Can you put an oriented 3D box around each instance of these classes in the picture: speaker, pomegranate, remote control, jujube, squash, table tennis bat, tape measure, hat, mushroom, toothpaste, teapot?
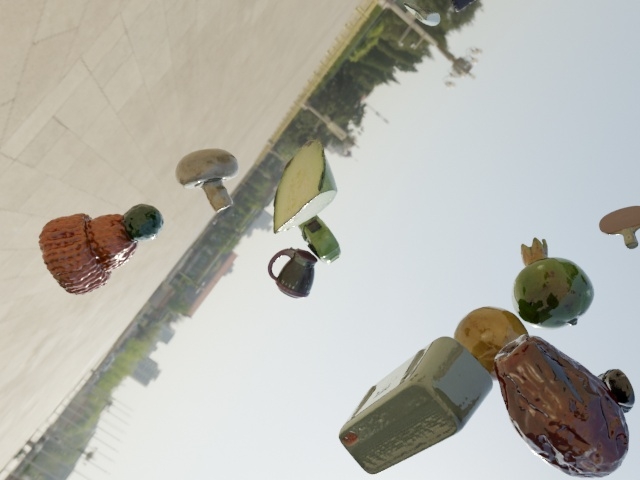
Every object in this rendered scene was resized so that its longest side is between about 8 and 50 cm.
[{"bbox_3d":[0.221,0.424,1.308,0.184,0.183,0.406,-34,167,-48],"label":"speaker"},{"bbox_3d":[0.684,0.125,1.590,0.236,0.236,0.302,-44,-136,38],"label":"pomegranate"},{"bbox_3d":[0.600,0.339,1.113,0.066,0.090,0.266,-22,149,2],"label":"remote control"},{"bbox_3d":[0.470,0.323,1.027,0.197,0.290,0.197,-37,173,-5],"label":"jujube"},{"bbox_3d":[-0.016,-0.114,1.093,0.192,0.085,0.184,-36,-140,44],"label":"squash"},{"bbox_3d":[0.877,-0.039,1.498,0.138,0.022,0.246,-20,-163,32],"label":"table tennis bat"},{"bbox_3d":[0.000,0.000,1.622,0.087,0.177,0.154,-36,-168,-7],"label":"tape measure"},{"bbox_3d":[-0.742,-0.007,1.818,0.400,0.285,0.285,-28,-175,-14],"label":"hat"},{"bbox_3d":[-0.363,-0.209,1.717,0.206,0.209,0.206,-13,-146,9],"label":"mushroom"},{"bbox_3d":[0.508,0.311,1.565,0.233,0.233,0.233,-50,-169,13],"label":"pomegranate"},{"bbox_3d":[0.263,-0.566,1.311,0.037,0.067,0.255,-53,173,28],"label":"toothpaste"},{"bbox_3d":[-0.078,0.092,1.630,0.116,0.148,0.146,4,114,-59],"label":"teapot"}]

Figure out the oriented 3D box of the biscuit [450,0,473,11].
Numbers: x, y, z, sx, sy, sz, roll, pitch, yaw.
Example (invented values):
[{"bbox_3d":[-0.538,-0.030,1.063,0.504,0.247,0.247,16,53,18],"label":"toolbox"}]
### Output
[{"bbox_3d":[0.264,-0.685,1.147,0.107,0.388,0.073,-28,-134,24],"label":"biscuit"}]
